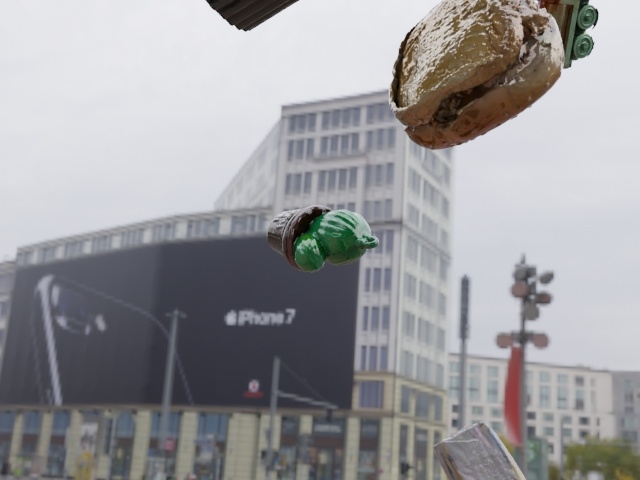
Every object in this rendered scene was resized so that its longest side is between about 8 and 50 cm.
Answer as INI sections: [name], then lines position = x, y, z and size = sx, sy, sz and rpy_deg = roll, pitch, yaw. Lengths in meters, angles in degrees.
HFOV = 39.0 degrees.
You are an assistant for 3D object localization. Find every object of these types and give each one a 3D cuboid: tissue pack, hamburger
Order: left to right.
[hamburger]
position = 0.198, -0.232, 1.224
size = 0.146, 0.243, 0.286
rpy_deg = 44, -13, -25
[tissue pack]
position = 0.173, 0.251, 0.962
size = 0.060, 0.108, 0.148
rpy_deg = -29, -14, -4

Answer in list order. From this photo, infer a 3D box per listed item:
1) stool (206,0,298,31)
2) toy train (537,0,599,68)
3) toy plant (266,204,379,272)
[stool]
position = -0.025, -0.484, 1.209
size = 0.330, 0.297, 0.297
rpy_deg = -22, -23, 17
[toy train]
position = 0.381, -0.360, 1.440
size = 0.118, 0.176, 0.074
rpy_deg = -6, 25, -29
[toy plant]
position = 0.000, 0.000, 1.455
size = 0.200, 0.105, 0.143
rpy_deg = 9, 30, 45
